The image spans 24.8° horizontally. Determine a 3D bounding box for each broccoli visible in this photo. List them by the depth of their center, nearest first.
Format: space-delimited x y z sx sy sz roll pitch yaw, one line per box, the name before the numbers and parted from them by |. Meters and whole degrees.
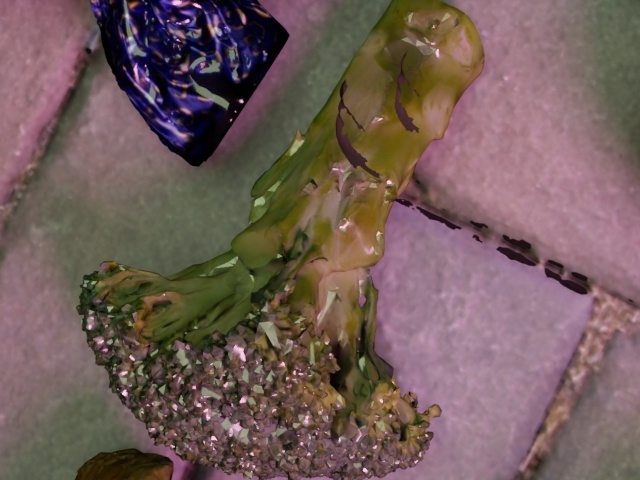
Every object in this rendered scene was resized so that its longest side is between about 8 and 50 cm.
broccoli | 0.014 0.006 1.007 0.361 0.221 0.252 -45 49 -3

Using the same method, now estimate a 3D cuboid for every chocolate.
chocolate | -0.173 -0.203 1.019 0.343 0.148 0.126 40 77 -13

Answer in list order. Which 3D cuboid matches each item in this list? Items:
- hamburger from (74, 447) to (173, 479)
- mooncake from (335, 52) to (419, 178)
hamburger | -0.153 0.240 0.982 0.130 0.183 0.206 17 85 -18
mooncake | 0.029 -0.200 1.008 0.057 0.347 0.150 -28 121 27
